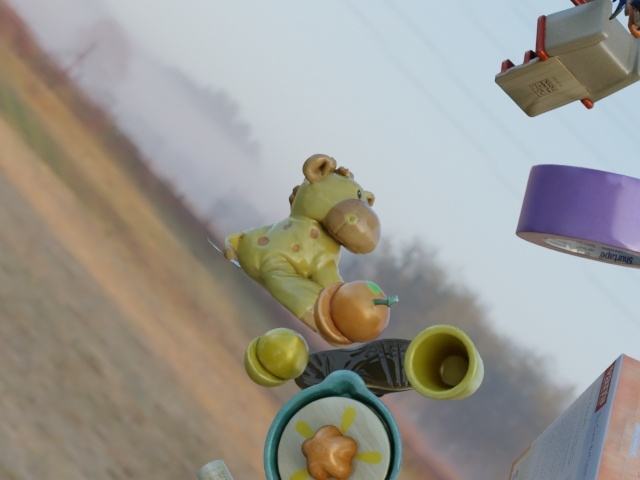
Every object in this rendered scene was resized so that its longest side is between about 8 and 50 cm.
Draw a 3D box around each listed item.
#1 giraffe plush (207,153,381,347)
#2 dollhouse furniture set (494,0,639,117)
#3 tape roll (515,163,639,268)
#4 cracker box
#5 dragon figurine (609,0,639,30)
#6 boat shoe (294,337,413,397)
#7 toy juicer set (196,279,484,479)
[{"bbox_3d":[0.000,0.000,2.262,0.210,0.170,0.181,39,-1,8],"label":"giraffe plush"},{"bbox_3d":[0.265,-0.266,2.039,0.135,0.259,0.262,-19,-45,35],"label":"dollhouse furniture set"},{"bbox_3d":[0.317,-0.024,2.188,0.189,0.080,0.189,13,-6,1],"label":"tape roll"},{"bbox_3d":[0.221,0.219,1.668,0.067,0.155,0.232,24,-35,-6],"label":"cracker box"},{"bbox_3d":[0.306,-0.105,1.432,0.144,0.085,0.289,-37,-113,52],"label":"dragon figurine"},{"bbox_3d":[0.050,0.133,1.997,0.049,0.152,0.056,76,13,-70],"label":"boat shoe"},{"bbox_3d":[-0.014,0.179,1.828,0.209,0.329,0.089,37,2,23],"label":"toy juicer set"}]
